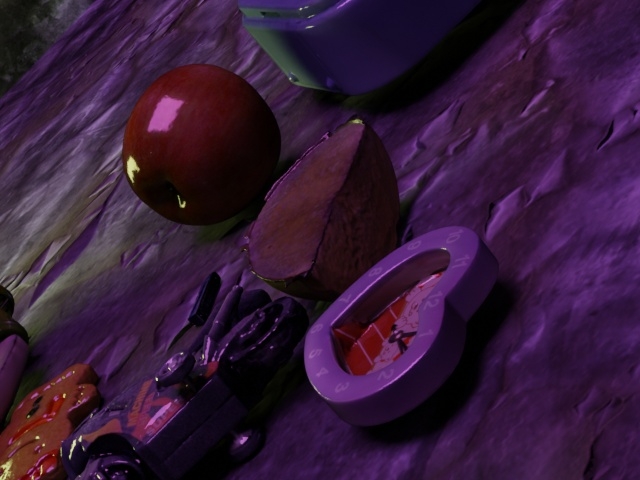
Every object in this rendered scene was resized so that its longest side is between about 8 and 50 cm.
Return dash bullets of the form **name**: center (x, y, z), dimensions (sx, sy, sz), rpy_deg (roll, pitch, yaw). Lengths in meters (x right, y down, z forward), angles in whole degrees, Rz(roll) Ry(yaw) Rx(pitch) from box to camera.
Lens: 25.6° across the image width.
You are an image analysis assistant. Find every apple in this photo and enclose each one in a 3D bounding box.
- **apple**: center (-0.147, -0.113, 1.717), dimensions (0.188, 0.188, 0.174), rpy_deg (-15, 39, 47)

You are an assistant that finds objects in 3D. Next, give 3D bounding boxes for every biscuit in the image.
- **biscuit**: center (-0.316, 0.220, 1.561), dimensions (0.166, 0.036, 0.225), rpy_deg (-30, 24, 21)

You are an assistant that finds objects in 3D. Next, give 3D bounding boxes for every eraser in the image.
- **eraser**: center (-0.420, 0.217, 1.698), dimensions (0.204, 0.059, 0.243), rpy_deg (-20, 30, 49)

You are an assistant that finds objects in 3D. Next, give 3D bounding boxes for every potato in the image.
- **potato**: center (0.000, 0.000, 1.382), dimensions (0.138, 0.098, 0.243), rpy_deg (-25, 29, 36)

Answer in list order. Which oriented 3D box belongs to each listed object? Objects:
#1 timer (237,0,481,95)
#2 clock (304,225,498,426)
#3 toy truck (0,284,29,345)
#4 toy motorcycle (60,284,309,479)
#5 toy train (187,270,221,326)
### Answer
- **timer**: center (0.101, -0.344, 1.771), dimensions (0.395, 0.173, 0.395), rpy_deg (-35, 21, 16)
- **clock**: center (0.064, 0.081, 1.166), dimensions (0.172, 0.064, 0.198), rpy_deg (-19, 30, 42)
- **toy truck**: center (-0.484, 0.134, 1.828), dimensions (0.210, 0.187, 0.148), rpy_deg (-62, 32, 14)
- **toy motorcycle**: center (-0.136, 0.158, 1.296), dimensions (0.307, 0.108, 0.173), rpy_deg (-44, 16, -14)
- **toy train**: center (-0.129, 0.065, 1.576), dimensions (0.017, 0.017, 0.083), rpy_deg (-36, 21, 31)
